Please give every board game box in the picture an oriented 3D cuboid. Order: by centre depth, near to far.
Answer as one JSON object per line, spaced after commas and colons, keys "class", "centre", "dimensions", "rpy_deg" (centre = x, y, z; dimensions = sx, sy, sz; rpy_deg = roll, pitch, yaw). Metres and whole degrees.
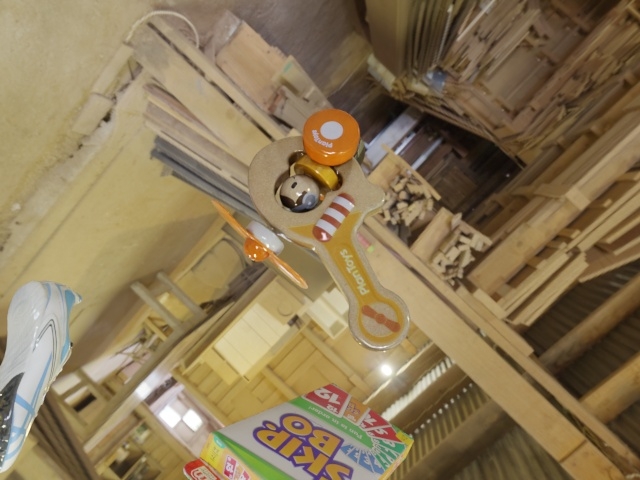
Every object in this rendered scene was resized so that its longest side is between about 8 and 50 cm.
{"class": "board game box", "centre": [-0.002, 0.211, 0.419], "dimensions": [0.259, 0.124, 0.039], "rpy_deg": [9, 106, -61]}

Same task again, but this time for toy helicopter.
{"class": "toy helicopter", "centre": [0.000, 0.000, 0.602], "dimensions": [0.235, 0.355, 0.140], "rpy_deg": [-24, 160, -11]}

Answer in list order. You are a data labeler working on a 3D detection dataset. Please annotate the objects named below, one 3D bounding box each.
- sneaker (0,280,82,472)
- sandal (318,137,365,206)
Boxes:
{"class": "sneaker", "centre": [-0.368, 0.171, 0.538], "dimensions": [0.086, 0.085, 0.237], "rpy_deg": [31, 67, -59]}
{"class": "sandal", "centre": [0.009, -0.137, 0.852], "dimensions": [0.219, 0.060, 0.090], "rpy_deg": [-51, 146, -19]}
